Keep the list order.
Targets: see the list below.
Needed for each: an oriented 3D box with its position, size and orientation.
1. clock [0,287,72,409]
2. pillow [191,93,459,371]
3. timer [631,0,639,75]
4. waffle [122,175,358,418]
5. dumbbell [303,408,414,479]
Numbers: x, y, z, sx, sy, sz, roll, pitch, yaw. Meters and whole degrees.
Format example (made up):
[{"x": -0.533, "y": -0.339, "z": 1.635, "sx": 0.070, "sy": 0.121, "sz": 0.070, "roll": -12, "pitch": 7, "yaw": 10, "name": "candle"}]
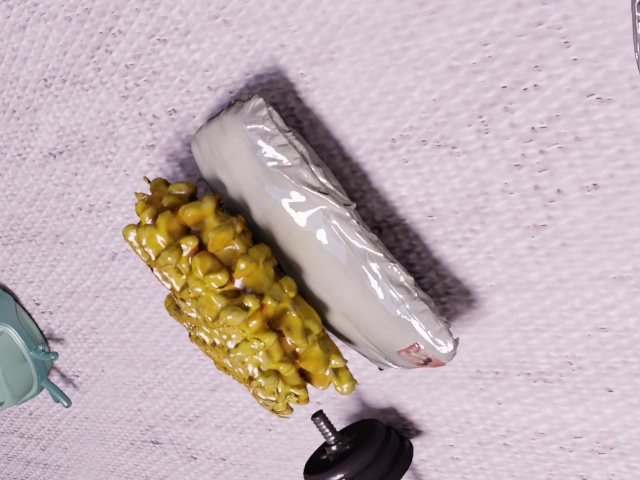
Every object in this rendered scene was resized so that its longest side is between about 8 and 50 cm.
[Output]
[{"x": -0.348, "y": 0.109, "z": 1.296, "sx": 0.211, "sy": 0.066, "sz": 0.159, "roll": 22, "pitch": 139, "yaw": 28, "name": "clock"}, {"x": 0.000, "y": 0.000, "z": 0.859, "sx": 0.229, "sy": 0.051, "sz": 0.128, "roll": 50, "pitch": 156, "yaw": -3, "name": "pillow"}, {"x": 0.228, "y": -0.105, "z": 0.520, "sx": 0.208, "sy": 0.069, "sz": 0.191, "roll": 16, "pitch": 133, "yaw": 35, "name": "timer"}, {"x": -0.071, "y": 0.043, "z": 0.912, "sx": 0.197, "sy": 0.070, "sz": 0.193, "roll": 30, "pitch": 156, "yaw": 50, "name": "waffle"}, {"x": 0.054, "y": 0.218, "z": 0.979, "sx": 0.099, "sy": 0.099, "sz": 0.208, "roll": -19, "pitch": 110, "yaw": 51, "name": "dumbbell"}]
